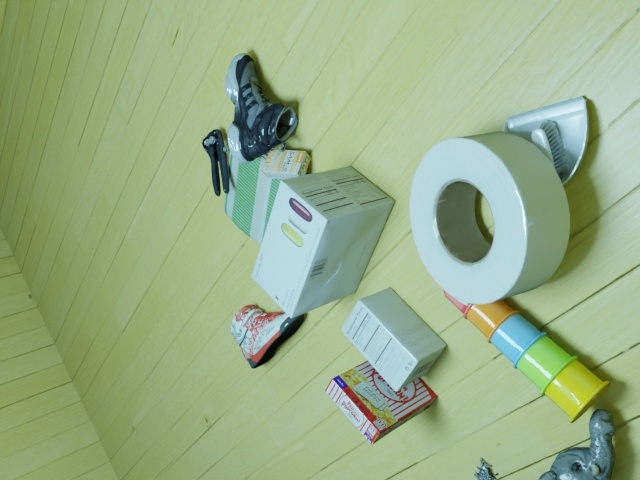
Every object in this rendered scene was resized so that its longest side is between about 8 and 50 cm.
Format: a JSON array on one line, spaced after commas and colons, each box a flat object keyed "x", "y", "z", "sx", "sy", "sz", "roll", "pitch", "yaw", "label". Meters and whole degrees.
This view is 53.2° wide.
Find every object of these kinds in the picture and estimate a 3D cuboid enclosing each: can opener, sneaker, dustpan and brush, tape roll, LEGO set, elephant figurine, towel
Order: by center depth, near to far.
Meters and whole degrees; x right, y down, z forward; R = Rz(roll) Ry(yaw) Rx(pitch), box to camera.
[{"x": 0.372, "y": -0.110, "z": 1.035, "sx": 0.147, "sy": 0.060, "sz": 0.211, "roll": -10, "pitch": 97, "yaw": 47, "label": "dustpan and brush"}, {"x": 0.275, "y": -0.037, "z": 1.084, "sx": 0.286, "sy": 0.100, "sz": 0.286, "roll": 30, "pitch": 126, "yaw": 53, "label": "tape roll"}, {"x": 0.442, "y": 0.434, "z": 1.092, "sx": 0.169, "sy": 0.186, "sz": 0.239, "roll": 64, "pitch": -175, "yaw": -70, "label": "elephant figurine"}, {"x": 0.335, "y": 0.483, "z": 1.290, "sx": 0.083, "sy": 0.023, "sz": 0.054, "roll": 58, "pitch": 135, "yaw": 17, "label": "LEGO set"}, {"x": -0.131, "y": -0.314, "z": 1.477, "sx": 0.153, "sy": 0.101, "sz": 0.268, "roll": -7, "pitch": 77, "yaw": 24, "label": "sneaker"}, {"x": -0.124, "y": -0.095, "z": 1.582, "sx": 0.325, "sy": 0.038, "sz": 0.247, "roll": 33, "pitch": 125, "yaw": 34, "label": "towel"}, {"x": -0.259, "y": -0.201, "z": 1.640, "sx": 0.059, "sy": 0.073, "sz": 0.186, "roll": -25, "pitch": 64, "yaw": 25, "label": "can opener"}, {"x": -0.152, "y": 0.217, "z": 1.667, "sx": 0.145, "sy": 0.090, "sz": 0.270, "roll": 54, "pitch": 137, "yaw": 16, "label": "sneaker"}]

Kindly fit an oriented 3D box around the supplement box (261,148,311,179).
[{"x": -0.079, "y": -0.174, "z": 1.467, "sx": 0.099, "sy": 0.036, "sz": 0.062, "roll": 7, "pitch": 69, "yaw": 29, "label": "supplement box"}]

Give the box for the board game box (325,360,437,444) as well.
[{"x": 0.128, "y": 0.318, "z": 1.329, "sx": 0.147, "sy": 0.194, "sz": 0.045, "roll": 45, "pitch": 130, "yaw": 27, "label": "board game box"}]

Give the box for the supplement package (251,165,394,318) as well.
[{"x": 0.000, "y": 0.000, "z": 1.354, "sx": 0.145, "sy": 0.204, "sz": 0.261, "roll": 42, "pitch": 130, "yaw": 30, "label": "supplement package"}]

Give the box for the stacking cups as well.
[{"x": 0.346, "y": 0.172, "z": 1.127, "sx": 0.316, "sy": 0.096, "sz": 0.096, "roll": 44, "pitch": 130, "yaw": 28, "label": "stacking cups"}]

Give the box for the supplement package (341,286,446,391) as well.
[{"x": 0.150, "y": 0.203, "z": 1.334, "sx": 0.179, "sy": 0.105, "sz": 0.105, "roll": 47, "pitch": 132, "yaw": 27, "label": "supplement package"}]
